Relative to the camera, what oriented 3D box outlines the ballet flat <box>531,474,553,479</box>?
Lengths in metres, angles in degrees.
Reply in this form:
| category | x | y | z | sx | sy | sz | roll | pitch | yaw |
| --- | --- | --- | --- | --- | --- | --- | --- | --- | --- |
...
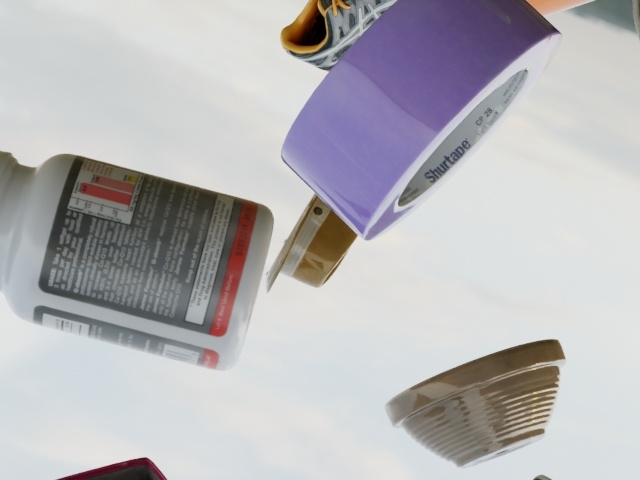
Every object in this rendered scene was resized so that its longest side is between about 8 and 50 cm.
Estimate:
| category | x | y | z | sx | sy | sz | roll | pitch | yaw |
| --- | --- | --- | --- | --- | --- | --- | --- | --- | --- |
| ballet flat | 0.332 | 0.409 | 1.760 | 0.139 | 0.139 | 0.400 | 16 | -154 | -21 |

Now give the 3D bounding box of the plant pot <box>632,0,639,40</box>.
| category | x | y | z | sx | sy | sz | roll | pitch | yaw |
| --- | --- | --- | --- | --- | --- | --- | --- | --- | --- |
| plant pot | 0.447 | -0.172 | 1.456 | 0.256 | 0.256 | 0.274 | 31 | 175 | 34 |

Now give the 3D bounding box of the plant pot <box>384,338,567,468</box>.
| category | x | y | z | sx | sy | sz | roll | pitch | yaw |
| --- | --- | --- | --- | --- | --- | --- | --- | --- | --- |
| plant pot | 0.208 | 0.216 | 2.007 | 0.237 | 0.237 | 0.110 | 1 | -114 | -57 |

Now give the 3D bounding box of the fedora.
| category | x | y | z | sx | sy | sz | roll | pitch | yaw |
| --- | --- | --- | --- | --- | --- | --- | --- | --- | --- |
| fedora | 0.000 | 0.000 | 2.102 | 0.079 | 0.194 | 0.194 | 31 | -167 | 0 |

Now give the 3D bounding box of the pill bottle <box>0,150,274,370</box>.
| category | x | y | z | sx | sy | sz | roll | pitch | yaw |
| --- | --- | --- | --- | --- | --- | --- | --- | --- | --- |
| pill bottle | -0.252 | 0.014 | 1.904 | 0.363 | 0.210 | 0.210 | 15 | -166 | -5 |

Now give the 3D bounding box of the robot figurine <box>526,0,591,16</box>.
| category | x | y | z | sx | sy | sz | roll | pitch | yaw |
| --- | --- | --- | --- | --- | --- | --- | --- | --- | --- |
| robot figurine | 0.218 | -0.275 | 1.482 | 0.219 | 0.128 | 0.158 | -18 | 159 | 10 |

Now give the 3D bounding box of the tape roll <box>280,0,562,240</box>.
| category | x | y | z | sx | sy | sz | roll | pitch | yaw |
| --- | --- | --- | --- | --- | --- | --- | --- | --- | --- |
| tape roll | 0.067 | -0.093 | 1.060 | 0.080 | 0.189 | 0.189 | 45 | -163 | 8 |

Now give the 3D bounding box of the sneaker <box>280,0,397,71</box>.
| category | x | y | z | sx | sy | sz | roll | pitch | yaw |
| --- | --- | --- | --- | --- | --- | --- | --- | --- | --- |
| sneaker | 0.040 | -0.251 | 1.651 | 0.083 | 0.215 | 0.084 | 3 | -130 | -41 |

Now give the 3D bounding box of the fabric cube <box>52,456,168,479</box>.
| category | x | y | z | sx | sy | sz | roll | pitch | yaw |
| --- | --- | --- | --- | --- | --- | --- | --- | --- | --- |
| fabric cube | -0.256 | 0.435 | 1.765 | 0.259 | 0.258 | 0.254 | -13 | -154 | -21 |
